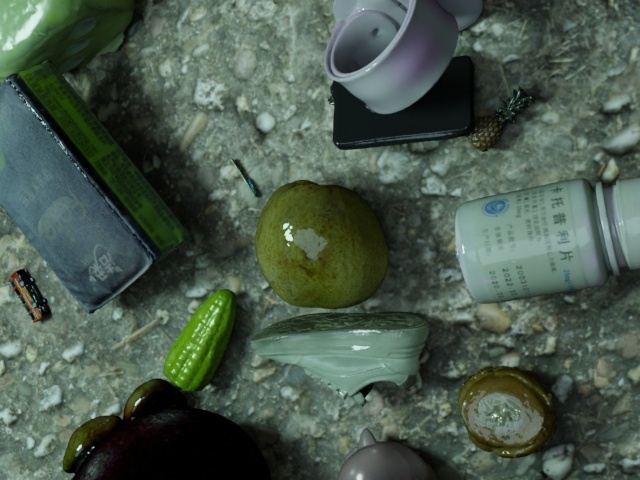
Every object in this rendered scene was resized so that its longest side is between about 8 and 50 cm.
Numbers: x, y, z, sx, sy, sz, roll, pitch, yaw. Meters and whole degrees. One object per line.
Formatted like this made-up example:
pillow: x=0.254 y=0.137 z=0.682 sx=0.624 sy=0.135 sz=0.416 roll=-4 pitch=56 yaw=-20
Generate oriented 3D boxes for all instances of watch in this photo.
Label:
watch: x=0.132 y=-0.316 z=1.285 sx=0.248 sy=0.211 sz=0.217 roll=-29 pitch=45 yaw=34

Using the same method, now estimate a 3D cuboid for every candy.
candy: x=-0.214 y=0.180 z=1.561 sx=0.096 sy=0.097 sz=0.209 roll=32 pitch=104 yaw=13

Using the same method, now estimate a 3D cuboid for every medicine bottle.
medicine bottle: x=0.364 y=-0.004 z=1.286 sx=0.293 sy=0.170 sz=0.170 roll=-10 pitch=95 yaw=21

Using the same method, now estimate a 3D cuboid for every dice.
dice: x=-0.503 y=-0.434 z=1.488 sx=0.252 sy=0.250 sz=0.254 roll=-33 pitch=86 yaw=21

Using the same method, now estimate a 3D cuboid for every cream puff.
cream puff: x=0.306 y=0.279 z=1.378 sx=0.165 sy=0.115 sz=0.150 roll=44 pitch=103 yaw=19

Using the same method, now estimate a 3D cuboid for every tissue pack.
tissue pack: x=-0.445 y=-0.087 z=1.518 sx=0.394 sy=0.124 sz=0.288 roll=52 pitch=136 yaw=-5

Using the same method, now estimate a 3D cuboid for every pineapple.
pineapple: x=0.289 y=-0.197 z=1.344 sx=0.124 sy=0.058 sz=0.058 roll=-43 pitch=83 yaw=20

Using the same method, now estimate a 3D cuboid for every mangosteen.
mangosteen: x=-0.289 y=0.458 z=1.518 sx=0.435 sy=0.382 sz=0.382 roll=40 pitch=114 yaw=51

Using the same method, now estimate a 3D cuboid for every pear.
pear: x=0.000 y=0.000 z=1.404 sx=0.228 sy=0.188 sz=0.211 roll=-2 pitch=110 yaw=20

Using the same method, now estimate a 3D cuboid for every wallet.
wallet: x=0.129 y=-0.221 z=1.382 sx=0.250 sy=0.044 sz=0.149 roll=-6 pitch=68 yaw=18

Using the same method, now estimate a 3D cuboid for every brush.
brush: x=-0.137 y=-0.115 z=1.530 sx=0.013 sy=0.016 sz=0.084 roll=-35 pitch=86 yaw=8

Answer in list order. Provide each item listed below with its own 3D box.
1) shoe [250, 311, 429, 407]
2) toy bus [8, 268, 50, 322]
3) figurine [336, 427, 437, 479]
shoe: x=0.040 y=0.213 z=1.465 sx=0.316 sy=0.124 sz=0.159 roll=-6 pitch=103 yaw=20
toy bus: x=-0.595 y=0.113 z=1.721 sx=0.043 sy=0.031 sz=0.110 roll=-33 pitch=87 yaw=28
figurine: x=0.145 y=0.455 z=1.423 sx=0.287 sy=0.186 sz=0.176 roll=28 pitch=98 yaw=50
